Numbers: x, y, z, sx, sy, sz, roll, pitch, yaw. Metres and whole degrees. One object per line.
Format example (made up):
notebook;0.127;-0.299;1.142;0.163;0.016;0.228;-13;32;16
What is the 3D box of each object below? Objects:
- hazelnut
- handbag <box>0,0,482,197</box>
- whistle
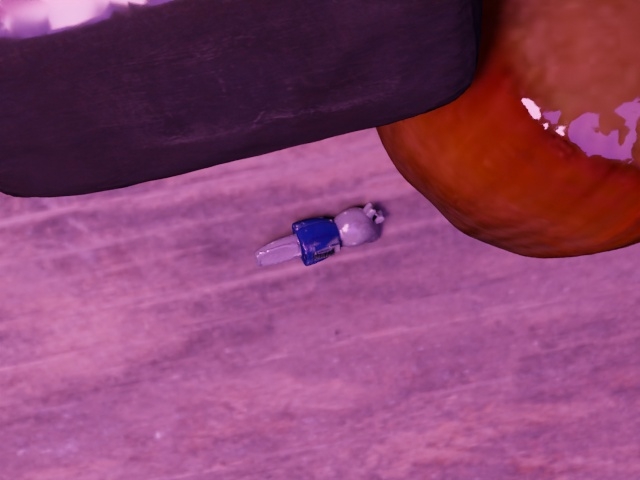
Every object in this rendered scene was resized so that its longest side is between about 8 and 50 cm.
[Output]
hazelnut;0.139;-0.072;0.654;0.210;0.186;0.210;-10;115;-23
handbag;-0.063;-0.141;0.554;0.255;0.181;0.181;-15;153;6
whistle;0.000;0.000;0.758;0.083;0.029;0.033;-17;136;-8
